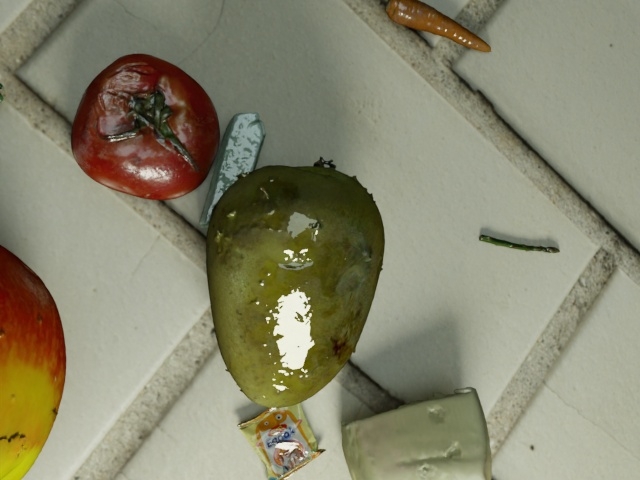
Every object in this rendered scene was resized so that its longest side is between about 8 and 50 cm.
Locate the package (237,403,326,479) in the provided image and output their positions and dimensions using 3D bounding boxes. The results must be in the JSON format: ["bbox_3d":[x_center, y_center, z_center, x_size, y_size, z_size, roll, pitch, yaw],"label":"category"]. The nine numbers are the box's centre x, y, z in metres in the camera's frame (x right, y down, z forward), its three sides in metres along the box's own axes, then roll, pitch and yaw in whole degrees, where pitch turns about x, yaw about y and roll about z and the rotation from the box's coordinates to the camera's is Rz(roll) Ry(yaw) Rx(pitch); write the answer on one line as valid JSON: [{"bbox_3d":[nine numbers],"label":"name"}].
[{"bbox_3d":[-0.059,0.317,1.037,0.108,0.031,0.121,-28,94,-14],"label":"package"}]

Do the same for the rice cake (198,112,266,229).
[{"bbox_3d":[-0.137,-0.098,1.019,0.063,0.069,0.207,17,86,-15],"label":"rice cake"}]

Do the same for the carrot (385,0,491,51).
[{"bbox_3d":[0.208,-0.371,1.129,0.216,0.048,0.048,17,84,-18],"label":"carrot"}]

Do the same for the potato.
[{"bbox_3d":[-0.033,0.064,0.952,0.269,0.219,0.359,-11,114,-33],"label":"potato"}]

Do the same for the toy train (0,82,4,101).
[{"bbox_3d":[-0.533,-0.236,0.924,0.176,0.074,0.118,46,75,-6],"label":"toy train"}]

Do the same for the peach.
[{"bbox_3d":[-0.491,0.155,0.792,0.370,0.370,0.370,1,88,-14],"label":"peach"}]

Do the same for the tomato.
[{"bbox_3d":[-0.260,-0.173,0.975,0.227,0.101,0.228,1,84,-15],"label":"tomato"}]

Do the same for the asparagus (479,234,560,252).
[{"bbox_3d":[0.358,0.009,1.161,0.162,0.016,0.016,9,67,-12],"label":"asparagus"}]

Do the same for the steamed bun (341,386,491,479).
[{"bbox_3d":[0.149,0.348,1.037,0.225,0.170,0.200,-5,57,2],"label":"steamed bun"}]
